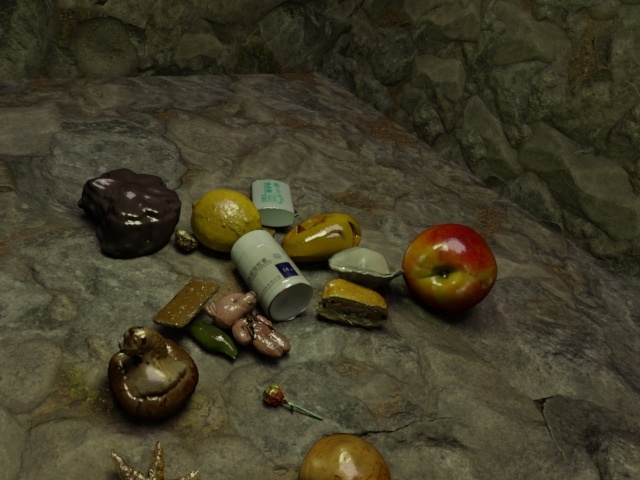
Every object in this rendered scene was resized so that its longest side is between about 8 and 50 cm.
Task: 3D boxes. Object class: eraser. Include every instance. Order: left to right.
[{"bbox_3d":[-0.222,-0.173,2.400,0.189,0.104,0.290,8,30,-14],"label":"eraser"}]

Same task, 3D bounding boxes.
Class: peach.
[{"bbox_3d":[0.533,0.105,2.172,0.387,0.389,0.388,11,35,-8],"label":"peach"}]

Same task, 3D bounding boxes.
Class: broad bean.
[{"bbox_3d":[-0.398,0.291,1.757,0.325,0.067,0.075,35,23,20],"label":"broad bean"}]

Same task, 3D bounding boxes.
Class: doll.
[{"bbox_3d":[-0.223,0.268,1.784,0.303,0.156,0.201,29,13,15],"label":"doll"}]

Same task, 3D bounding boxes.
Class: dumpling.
[{"bbox_3d":[0.200,0.121,2.107,0.260,0.341,0.181,10,66,33],"label":"dumpling"}]

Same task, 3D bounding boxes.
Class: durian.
[{"bbox_3d":[-0.528,0.008,2.088,0.110,0.071,0.140,23,4,-29],"label":"durian"}]

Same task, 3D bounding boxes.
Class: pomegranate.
[{"bbox_3d":[0.058,0.616,1.356,0.248,0.248,0.248,11,35,-8],"label":"pomegranate"}]

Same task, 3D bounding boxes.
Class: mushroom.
[{"bbox_3d":[-0.470,0.373,1.515,0.267,0.254,0.268,19,53,-27],"label":"mushroom"}]

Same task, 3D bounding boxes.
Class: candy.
[{"bbox_3d":[-0.083,0.503,1.623,0.200,0.061,0.060,26,35,0],"label":"candy"}]

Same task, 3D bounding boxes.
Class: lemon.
[{"bbox_3d":[-0.373,-0.074,2.120,0.310,0.254,0.254,22,35,0],"label":"lemon"}]

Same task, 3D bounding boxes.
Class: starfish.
[{"bbox_3d":[-0.414,0.611,1.315,0.277,0.062,0.235,35,38,27],"label":"starfish"}]

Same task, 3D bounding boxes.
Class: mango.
[{"bbox_3d":[0.000,0.000,2.219,0.364,0.182,0.253,-24,23,-24],"label":"mango"}]

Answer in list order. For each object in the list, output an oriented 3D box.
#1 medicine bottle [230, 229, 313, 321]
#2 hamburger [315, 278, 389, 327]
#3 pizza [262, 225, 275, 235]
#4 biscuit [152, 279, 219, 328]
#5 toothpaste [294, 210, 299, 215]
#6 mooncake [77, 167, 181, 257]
[{"bbox_3d":[-0.188,0.123,1.970,0.189,0.190,0.332,-10,43,-34],"label":"medicine bottle"},{"bbox_3d":[0.123,0.235,1.994,0.282,0.144,0.157,15,30,-11],"label":"hamburger"},{"bbox_3d":[-0.277,-0.075,2.345,0.181,0.034,0.262,17,34,2],"label":"pizza"},{"bbox_3d":[-0.442,0.210,1.762,0.130,0.025,0.231,6,34,25],"label":"biscuit"},{"bbox_3d":[-0.163,-0.156,2.517,0.139,0.021,0.037,34,41,20],"label":"toothpaste"},{"bbox_3d":[-0.738,-0.124,2.083,0.381,0.212,0.350,37,33,23],"label":"mooncake"}]
